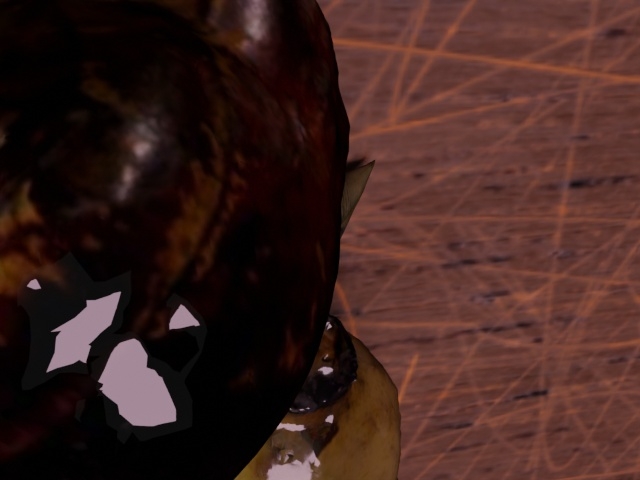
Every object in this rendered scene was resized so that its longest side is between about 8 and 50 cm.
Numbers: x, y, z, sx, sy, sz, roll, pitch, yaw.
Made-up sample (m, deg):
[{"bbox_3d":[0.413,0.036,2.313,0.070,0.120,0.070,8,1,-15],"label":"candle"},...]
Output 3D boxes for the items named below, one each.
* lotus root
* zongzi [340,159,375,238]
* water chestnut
[{"bbox_3d":[-0.043,0.140,0.678,0.160,0.146,0.284,-18,146,-33],"label":"lotus root"},{"bbox_3d":[0.000,0.000,0.675,0.083,0.040,0.076,-32,138,-21],"label":"zongzi"},{"bbox_3d":[-0.122,-0.011,0.485,0.289,0.289,0.244,-21,97,-6],"label":"water chestnut"}]
